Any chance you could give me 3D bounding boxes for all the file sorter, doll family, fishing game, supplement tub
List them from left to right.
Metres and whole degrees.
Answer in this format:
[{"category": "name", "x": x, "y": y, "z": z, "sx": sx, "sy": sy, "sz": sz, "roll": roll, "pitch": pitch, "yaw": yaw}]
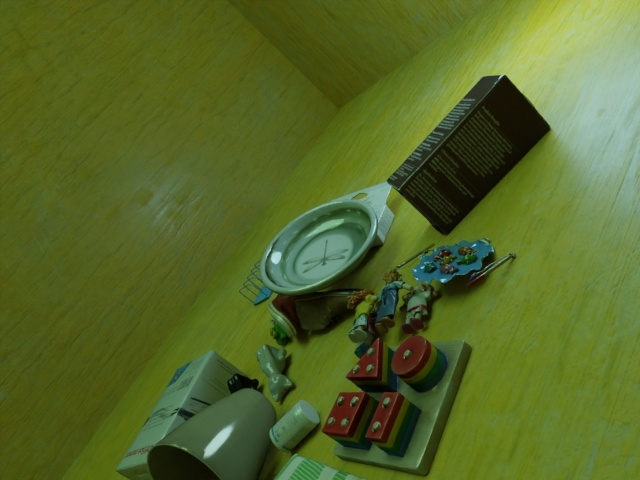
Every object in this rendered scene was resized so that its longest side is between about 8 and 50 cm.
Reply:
[{"category": "file sorter", "x": -0.258, "y": 0.174, "z": 2.229, "sx": 0.118, "sy": 0.104, "sz": 0.170, "roll": -31, "pitch": 24, "yaw": 44}, {"category": "supplement tub", "x": -0.061, "y": 0.437, "z": 1.208, "sx": 0.107, "sy": 0.071, "sz": 0.071, "roll": -45, "pitch": 17, "yaw": 9}, {"category": "doll family", "x": 0.145, "y": 0.153, "z": 1.222, "sx": 0.263, "sy": 0.118, "sz": 0.163, "roll": -36, "pitch": 21, "yaw": 37}, {"category": "fishing game", "x": 0.291, "y": 0.036, "z": 1.142, "sx": 0.189, "sy": 0.041, "sz": 0.264, "roll": -29, "pitch": 17, "yaw": -19}]

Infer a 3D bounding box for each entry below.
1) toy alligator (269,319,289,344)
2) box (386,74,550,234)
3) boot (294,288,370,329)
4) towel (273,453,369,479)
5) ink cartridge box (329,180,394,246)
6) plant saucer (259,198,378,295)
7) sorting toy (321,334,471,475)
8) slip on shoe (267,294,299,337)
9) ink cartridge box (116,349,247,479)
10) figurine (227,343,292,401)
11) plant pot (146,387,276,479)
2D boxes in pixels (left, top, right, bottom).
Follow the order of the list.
[{"category": "toy alligator", "x": -0.141, "y": 0.314, "z": 1.725, "sx": 0.190, "sy": 0.056, "sz": 0.051, "roll": -161, "pitch": 71, "yaw": -72}, {"category": "box", "x": 0.377, "y": -0.224, "z": 1.342, "sx": 0.381, "sy": 0.191, "sz": 0.143, "roll": -46, "pitch": 17, "yaw": 8}, {"category": "boot", "x": 0.039, "y": 0.197, "z": 1.485, "sx": 0.305, "sy": 0.112, "sz": 0.115, "roll": -16, "pitch": 74, "yaw": 49}, {"category": "towel", "x": -0.045, "y": 0.520, "z": 0.954, "sx": 0.248, "sy": 0.038, "sz": 0.325, "roll": -41, "pitch": 10, "yaw": -29}, {"category": "ink cartridge box", "x": 0.118, "y": -0.067, "z": 1.768, "sx": 0.296, "sy": 0.066, "sz": 0.261, "roll": -16, "pitch": 36, "yaw": 40}, {"category": "plant saucer", "x": 0.006, "y": 0.037, "z": 1.577, "sx": 0.401, "sy": 0.100, "sz": 0.400, "roll": -22, "pitch": 34, "yaw": 16}, {"category": "sorting toy", "x": 0.132, "y": 0.295, "z": 0.996, "sx": 0.257, "sy": 0.089, "sz": 0.255, "roll": -25, "pitch": 29, "yaw": 55}, {"category": "slip on shoe", "x": -0.100, "y": 0.223, "z": 1.682, "sx": 0.101, "sy": 0.123, "sz": 0.331, "roll": -38, "pitch": 6, "yaw": 4}, {"category": "ink cartridge box", "x": -0.447, "y": 0.593, "z": 1.678, "sx": 0.285, "sy": 0.166, "sz": 0.394, "roll": -34, "pitch": 22, "yaw": 44}, {"category": "figurine", "x": -0.171, "y": 0.431, "z": 1.501, "sx": 0.215, "sy": 0.092, "sz": 0.209, "roll": -47, "pitch": 25, "yaw": 5}, {"category": "plant pot", "x": -0.231, "y": 0.499, "z": 1.261, "sx": 0.256, "sy": 0.256, "sz": 0.274, "roll": -36, "pitch": 5, "yaw": 38}]
